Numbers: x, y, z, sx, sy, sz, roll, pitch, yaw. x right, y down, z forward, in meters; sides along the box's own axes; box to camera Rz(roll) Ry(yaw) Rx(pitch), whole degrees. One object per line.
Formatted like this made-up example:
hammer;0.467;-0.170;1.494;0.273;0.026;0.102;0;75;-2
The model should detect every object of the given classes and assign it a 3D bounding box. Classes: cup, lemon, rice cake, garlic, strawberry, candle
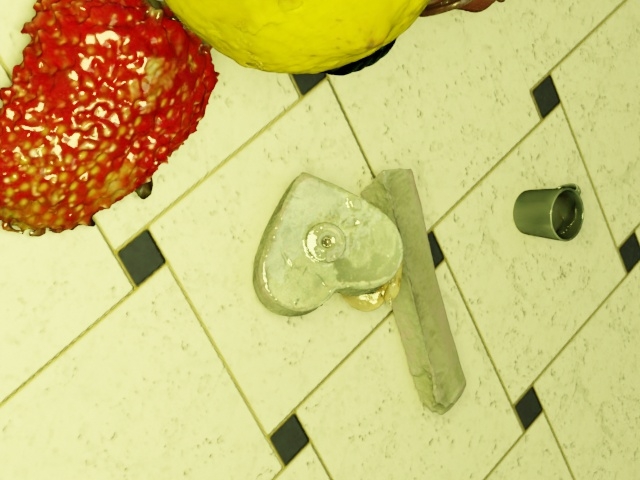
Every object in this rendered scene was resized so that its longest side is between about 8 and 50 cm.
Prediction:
cup;0.340;-0.048;1.930;0.100;0.077;0.078;-48;122;-27
lemon;-0.029;-0.358;1.350;0.350;0.350;0.387;-12;64;-40
rice cake;0.126;0.067;1.768;0.073;0.056;0.365;-33;115;-40
garlic;0.059;0.034;1.695;0.094;0.074;0.113;19;82;-5
strawberry;-0.219;-0.132;1.399;0.233;0.138;0.306;30;73;-40
candle;0.000;0.000;1.615;0.192;0.068;0.168;-20;87;-17

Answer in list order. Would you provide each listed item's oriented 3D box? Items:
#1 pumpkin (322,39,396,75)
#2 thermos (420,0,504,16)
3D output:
pumpkin;0.018;-0.296;1.590;0.194;0.150;0.194;11;59;-19
thermos;0.171;-0.357;1.740;0.232;0.099;0.124;-3;94;-40
